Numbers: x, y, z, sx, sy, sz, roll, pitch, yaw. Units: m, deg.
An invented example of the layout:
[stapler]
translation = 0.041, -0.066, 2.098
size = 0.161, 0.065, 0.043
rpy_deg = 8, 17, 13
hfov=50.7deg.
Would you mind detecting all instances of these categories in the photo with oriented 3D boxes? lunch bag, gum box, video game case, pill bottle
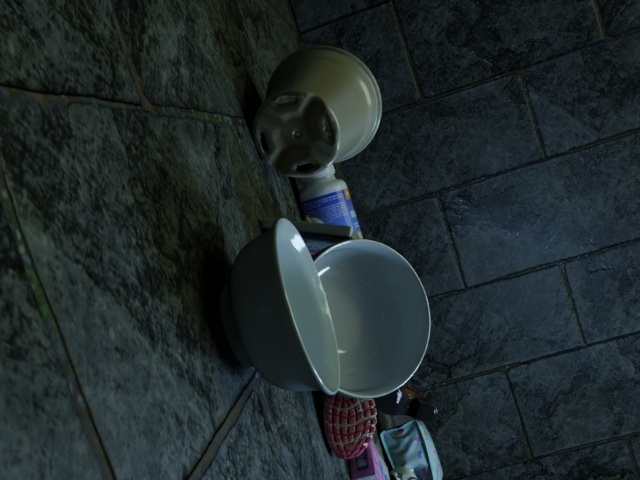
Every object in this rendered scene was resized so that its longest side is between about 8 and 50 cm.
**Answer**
[lunch bag]
translation = 0.306, 0.723, 2.187
size = 0.223, 0.160, 0.262
rpy_deg = 45, 24, -72
[gum box]
translation = 0.122, 0.572, 1.665
size = 0.107, 0.062, 0.188
rpy_deg = -97, 167, -47
[video game case]
translation = 0.000, 0.000, 1.587
size = 0.285, 0.204, 0.025
rpy_deg = 43, 54, -72
[pill bottle]
translation = 0.023, -0.094, 2.022
size = 0.152, 0.152, 0.272
rpy_deg = -35, 108, -80

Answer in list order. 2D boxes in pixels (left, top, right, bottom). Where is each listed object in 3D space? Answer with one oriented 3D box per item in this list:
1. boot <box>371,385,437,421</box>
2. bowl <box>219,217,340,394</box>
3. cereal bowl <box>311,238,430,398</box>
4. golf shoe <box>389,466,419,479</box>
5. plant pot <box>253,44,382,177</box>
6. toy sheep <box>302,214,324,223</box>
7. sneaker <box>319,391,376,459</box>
[boot]
translation = 0.227, 0.488, 2.220
size = 0.280, 0.264, 0.096
rpy_deg = -157, -98, -77
[bowl]
translation = -0.076, 0.122, 1.106
size = 0.298, 0.134, 0.297
rpy_deg = -17, 90, -80
[cereal bowl]
translation = 0.065, 0.171, 1.463
size = 0.141, 0.339, 0.339
rpy_deg = -23, -98, 60
[golf shoe]
translation = 0.220, 0.695, 1.913
size = 0.120, 0.105, 0.273
rpy_deg = 65, 9, -5
[plant pot]
translation = -0.025, -0.314, 1.763
size = 0.305, 0.334, 0.333
rpy_deg = -63, 136, -62
[toy sheep]
translation = -0.024, -0.022, 1.835
size = 0.132, 0.091, 0.091
rpy_deg = -85, 156, -80
[sneaker]
translation = 0.052, 0.345, 1.541
size = 0.112, 0.121, 0.299
rpy_deg = 119, -28, -59
